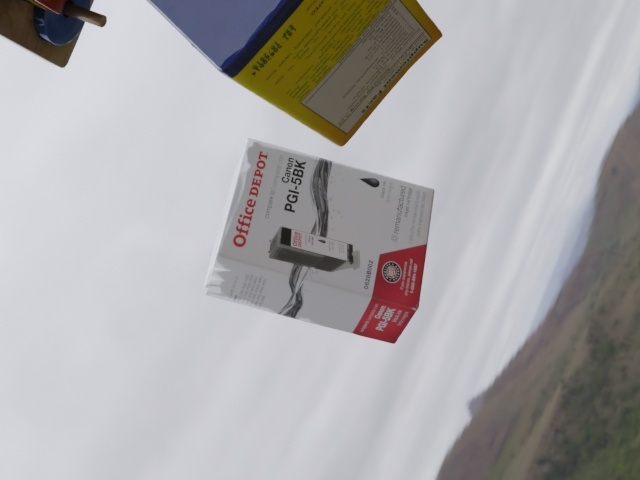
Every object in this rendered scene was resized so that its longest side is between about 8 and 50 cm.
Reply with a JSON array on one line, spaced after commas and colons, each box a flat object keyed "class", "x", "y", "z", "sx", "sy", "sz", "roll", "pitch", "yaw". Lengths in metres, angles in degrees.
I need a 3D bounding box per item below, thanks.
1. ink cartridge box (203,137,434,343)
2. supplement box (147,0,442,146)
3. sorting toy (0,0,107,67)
[{"class": "ink cartridge box", "x": 0.000, "y": 0.000, "z": 0.709, "sx": 0.056, "sy": 0.135, "sz": 0.099, "roll": 114, "pitch": 169, "yaw": -58}, {"class": "supplement box", "x": -0.034, "y": -0.269, "z": 1.192, "sx": 0.194, "sy": 0.195, "sz": 0.356, "roll": -47, "pitch": -20, "yaw": 8}, {"class": "sorting toy", "x": -0.139, "y": -0.180, "z": 0.603, "sx": 0.275, "sy": 0.046, "sz": 0.132, "roll": -68, "pitch": -15, "yaw": -1}]
